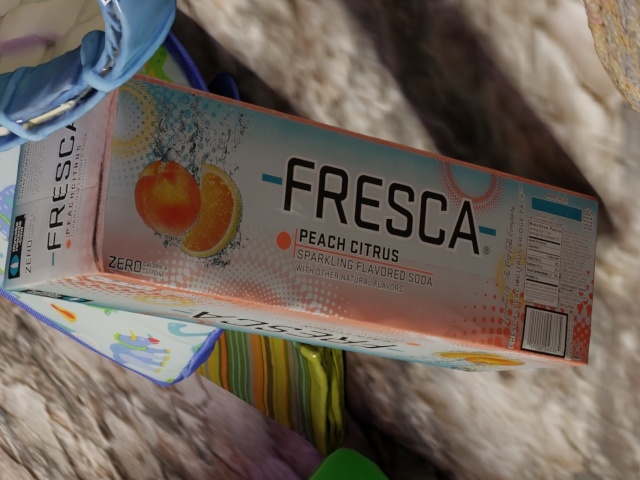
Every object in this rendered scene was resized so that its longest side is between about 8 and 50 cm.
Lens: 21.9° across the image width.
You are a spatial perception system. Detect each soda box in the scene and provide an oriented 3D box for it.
[{"bbox_3d":[0.000,0.000,0.507,0.183,0.058,0.063,13,167,-35],"label":"soda box"}]

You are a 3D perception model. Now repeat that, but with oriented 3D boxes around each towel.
[{"bbox_3d":[-0.090,0.021,0.775,0.237,0.021,0.102,27,147,22],"label":"towel"}]

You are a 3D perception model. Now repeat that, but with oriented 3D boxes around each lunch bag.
[{"bbox_3d":[-0.086,-0.022,0.637,0.151,0.096,0.129,48,151,6],"label":"lunch bag"}]

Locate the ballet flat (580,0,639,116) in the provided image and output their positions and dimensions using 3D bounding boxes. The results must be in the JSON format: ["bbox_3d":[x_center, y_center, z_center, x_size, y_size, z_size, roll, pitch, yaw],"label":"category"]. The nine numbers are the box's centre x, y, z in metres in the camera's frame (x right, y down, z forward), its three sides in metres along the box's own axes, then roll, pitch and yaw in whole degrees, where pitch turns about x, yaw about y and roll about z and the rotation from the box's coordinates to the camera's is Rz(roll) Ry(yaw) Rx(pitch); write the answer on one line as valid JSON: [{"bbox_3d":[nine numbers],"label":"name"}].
[{"bbox_3d":[0.081,-0.112,0.339,0.106,0.107,0.316,35,152,53],"label":"ballet flat"}]

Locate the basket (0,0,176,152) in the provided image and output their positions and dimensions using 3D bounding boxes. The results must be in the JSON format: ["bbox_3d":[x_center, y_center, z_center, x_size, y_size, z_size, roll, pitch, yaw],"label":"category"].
[{"bbox_3d":[-0.145,-0.094,0.406,0.255,0.289,0.201,-2,129,53],"label":"basket"}]

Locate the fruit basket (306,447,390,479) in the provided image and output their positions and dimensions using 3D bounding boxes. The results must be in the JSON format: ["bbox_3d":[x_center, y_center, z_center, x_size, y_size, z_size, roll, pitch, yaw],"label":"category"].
[{"bbox_3d":[-0.046,0.317,0.771,0.283,0.392,0.392,32,150,15],"label":"fruit basket"}]
